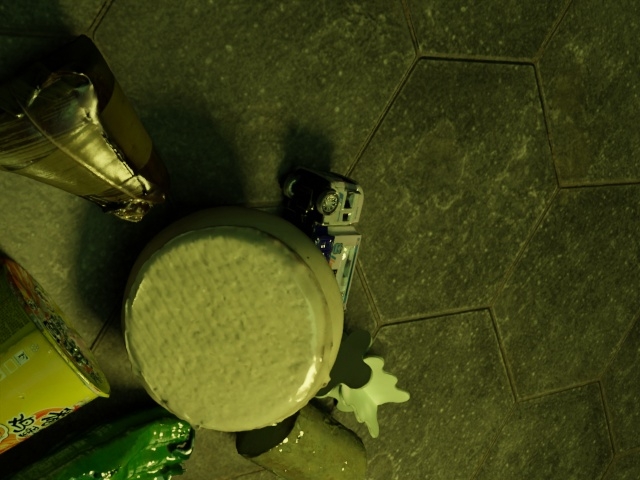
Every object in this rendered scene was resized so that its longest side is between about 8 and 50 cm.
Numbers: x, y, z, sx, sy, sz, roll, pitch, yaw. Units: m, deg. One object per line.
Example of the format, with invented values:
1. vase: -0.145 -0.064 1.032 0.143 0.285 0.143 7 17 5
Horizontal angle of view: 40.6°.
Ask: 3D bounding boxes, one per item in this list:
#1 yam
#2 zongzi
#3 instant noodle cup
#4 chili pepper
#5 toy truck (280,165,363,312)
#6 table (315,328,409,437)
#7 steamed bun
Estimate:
1. yam: -0.036 0.409 1.735 0.268 0.161 0.161 40 83 -38
2. zongzi: -0.413 -0.111 1.290 0.317 0.154 0.289 -26 127 -2
3. instant noodle cup: -0.467 0.187 1.286 0.200 0.264 0.264 -38 126 -9
4. chili pepper: -0.395 0.409 1.478 0.384 0.167 0.213 -20 135 -42
5. toy truck: 0.000 0.000 1.624 0.155 0.124 0.268 -2 111 -43
6. table: 0.079 0.298 1.783 0.166 0.166 0.198 -47 136 -11
7. steamed bun: -0.142 0.121 1.463 0.374 0.241 0.375 1 104 4
